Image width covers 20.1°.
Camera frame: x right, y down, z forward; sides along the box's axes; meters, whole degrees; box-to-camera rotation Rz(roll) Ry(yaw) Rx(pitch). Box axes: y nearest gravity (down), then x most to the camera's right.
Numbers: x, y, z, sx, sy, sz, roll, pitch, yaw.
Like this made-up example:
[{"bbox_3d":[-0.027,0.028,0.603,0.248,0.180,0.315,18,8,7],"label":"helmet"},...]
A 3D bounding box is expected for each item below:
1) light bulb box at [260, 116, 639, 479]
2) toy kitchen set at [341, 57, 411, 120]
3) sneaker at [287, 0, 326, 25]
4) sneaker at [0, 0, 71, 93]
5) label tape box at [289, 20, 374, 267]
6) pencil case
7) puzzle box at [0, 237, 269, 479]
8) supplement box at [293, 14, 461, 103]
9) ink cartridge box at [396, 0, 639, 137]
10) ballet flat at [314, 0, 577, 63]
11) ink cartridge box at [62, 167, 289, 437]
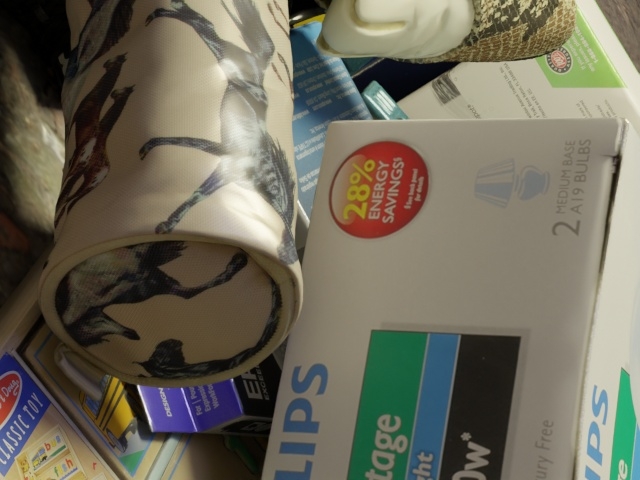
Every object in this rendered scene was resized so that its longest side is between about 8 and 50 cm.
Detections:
[{"bbox_3d":[0.145,0.142,1.303,0.361,0.225,0.358,42,54,-56],"label":"light bulb box"},{"bbox_3d":[0.045,-0.100,1.717,0.207,0.122,0.166,47,32,-8],"label":"toy kitchen set"},{"bbox_3d":[-0.085,-0.216,1.541,0.232,0.081,0.090,-15,35,-35],"label":"sneaker"},{"bbox_3d":[-0.203,-0.176,1.381,0.217,0.079,0.121,32,36,-47],"label":"sneaker"},{"bbox_3d":[0.000,0.000,1.545,0.348,0.115,0.249,63,23,-3],"label":"label tape box"},{"bbox_3d":[-0.106,-0.101,1.211,0.160,0.183,0.410,29,43,-38],"label":"pencil case"},{"bbox_3d":[-0.113,0.128,1.239,0.272,0.052,0.409,52,24,-15],"label":"puzzle box"},{"bbox_3d":[0.054,-0.342,1.945,0.194,0.195,0.356,8,56,-62],"label":"supplement box"},{"bbox_3d":[0.202,-0.103,1.866,0.198,0.273,0.115,59,21,-3],"label":"ink cartridge box"},{"bbox_3d":[-0.011,-0.256,1.449,0.483,0.164,0.182,36,47,-13],"label":"ballet flat"},{"bbox_3d":[-0.077,0.042,1.291,0.208,0.045,0.206,12,51,-58],"label":"ink cartridge box"}]
